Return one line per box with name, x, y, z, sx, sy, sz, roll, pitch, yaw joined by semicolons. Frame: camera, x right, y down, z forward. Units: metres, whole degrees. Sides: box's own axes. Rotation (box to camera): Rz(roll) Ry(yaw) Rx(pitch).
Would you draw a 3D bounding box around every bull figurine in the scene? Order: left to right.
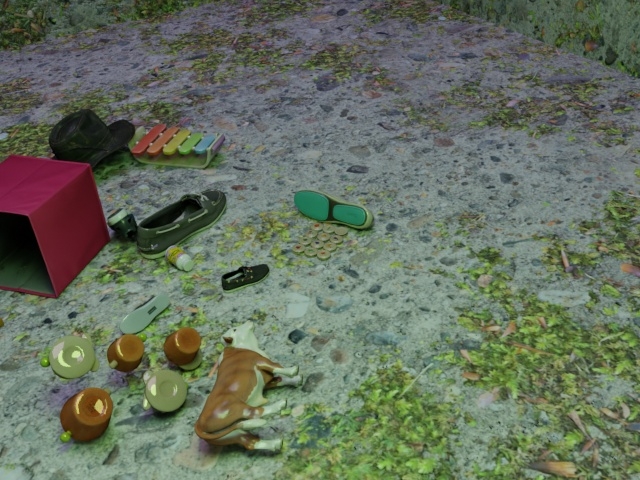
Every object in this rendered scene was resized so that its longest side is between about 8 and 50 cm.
bull figurine;-0.143;0.290;1.400;0.188;0.101;0.310;5;36;9

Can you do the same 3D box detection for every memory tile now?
memory tile;0.000;0.000;1.866;0.113;0.012;0.148;14;39;23

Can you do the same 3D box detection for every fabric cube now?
fabric cube;-0.741;-0.043;1.792;0.258;0.254;0.258;7;37;16

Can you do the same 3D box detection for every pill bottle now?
pill bottle;-0.364;0.048;1.807;0.043;0.044;0.083;-30;43;-32

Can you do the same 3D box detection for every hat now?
hat;-0.774;-0.334;2.240;0.331;0.134;0.331;-18;33;13

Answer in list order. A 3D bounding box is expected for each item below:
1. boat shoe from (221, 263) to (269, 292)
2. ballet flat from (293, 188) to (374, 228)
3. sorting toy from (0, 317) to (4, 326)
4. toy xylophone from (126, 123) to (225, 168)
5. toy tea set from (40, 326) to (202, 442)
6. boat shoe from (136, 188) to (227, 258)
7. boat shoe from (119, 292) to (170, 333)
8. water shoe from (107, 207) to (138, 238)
boat shoe;-0.186;0.087;1.740;0.132;0.042;0.049;-22;37;-25
ballet flat;0.042;-0.087;1.941;0.248;0.086;0.086;21;42;28
sorting toy;-0.895;0.250;1.580;0.228;0.041;0.307;14;40;24
toy xylophone;-0.465;-0.322;2.300;0.322;0.081;0.236;2;36;8
toy tea set;-0.393;0.286;1.429;0.335;0.124;0.200;-5;66;-32
boat shoe;-0.377;-0.072;1.931;0.112;0.096;0.335;18;41;27
boat shoe;-0.417;0.174;1.643;0.142;0.049;0.040;-38;14;-35
water shoe;-0.535;-0.036;1.898;0.072;0.080;0.203;-35;5;-7
